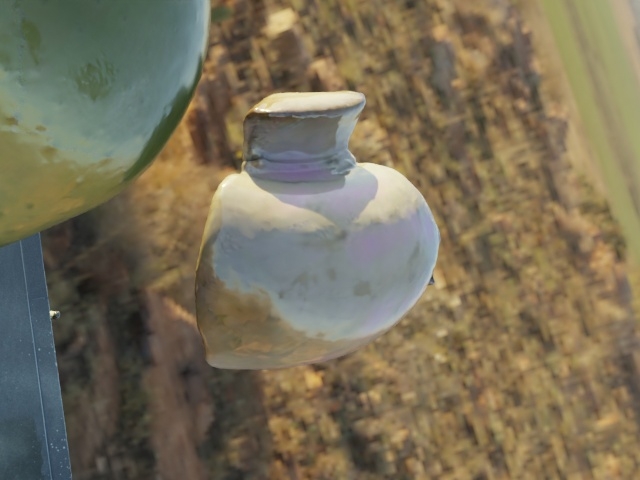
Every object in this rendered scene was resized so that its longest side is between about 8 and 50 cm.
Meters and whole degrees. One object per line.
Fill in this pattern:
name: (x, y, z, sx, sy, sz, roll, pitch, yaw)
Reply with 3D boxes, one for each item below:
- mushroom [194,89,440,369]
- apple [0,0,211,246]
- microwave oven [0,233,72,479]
mushroom: (0.003, 0.013, 1.102, 0.173, 0.162, 0.236, -56, 152, -66)
apple: (-0.239, -0.175, 0.861, 0.357, 0.357, 0.357, -18, 90, -73)
microwave oven: (-0.465, 0.207, 1.476, 0.374, 0.236, 0.432, -9, 94, -40)
